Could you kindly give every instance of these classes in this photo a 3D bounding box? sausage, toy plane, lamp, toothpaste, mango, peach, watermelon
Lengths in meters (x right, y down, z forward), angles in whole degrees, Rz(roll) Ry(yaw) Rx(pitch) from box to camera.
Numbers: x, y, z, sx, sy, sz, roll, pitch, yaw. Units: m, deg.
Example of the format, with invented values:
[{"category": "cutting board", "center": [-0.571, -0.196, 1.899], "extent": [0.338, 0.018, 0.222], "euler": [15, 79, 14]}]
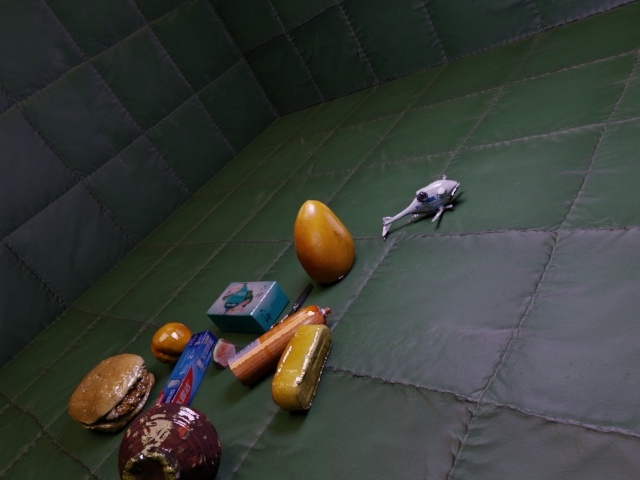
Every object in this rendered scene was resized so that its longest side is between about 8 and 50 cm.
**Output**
[{"category": "sausage", "center": [-0.103, 0.278, 1.413], "extent": [0.312, 0.093, 0.093], "euler": [-35, 26, -4]}, {"category": "toy plane", "center": [0.308, -0.115, 1.613], "extent": [0.273, 0.107, 0.182], "euler": [-19, 24, 36]}, {"category": "lamp", "center": [-0.346, 0.494, 1.154], "extent": [0.246, 0.247, 0.247], "euler": [-26, 27, 14]}, {"category": "toothpaste", "center": [-0.409, 0.415, 1.552], "extent": [0.076, 0.066, 0.320], "euler": [-20, 30, 26]}, {"category": "mango", "center": [0.000, 0.000, 1.583], "extent": [0.187, 0.257, 0.138], "euler": [-37, 26, -10]}, {"category": "peach", "center": [-0.497, 0.345, 1.686], "extent": [0.138, 0.138, 0.138], "euler": [-26, 27, 14]}, {"category": "watermelon", "center": [-0.302, 0.353, 1.562], "extent": [0.085, 0.072, 0.092], "euler": [-56, -6, -20]}]

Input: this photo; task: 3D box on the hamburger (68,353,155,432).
[{"category": "hamburger", "center": [-0.674, 0.486, 1.644], "extent": [0.283, 0.145, 0.260], "euler": [-11, 30, 29]}]

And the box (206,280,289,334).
[{"category": "box", "center": [-0.241, 0.218, 1.669], "extent": [0.244, 0.092, 0.153], "euler": [-8, 35, 43]}]

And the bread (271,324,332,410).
[{"category": "bread", "center": [-0.045, 0.315, 1.276], "extent": [0.094, 0.102, 0.246], "euler": [-9, 35, 28]}]

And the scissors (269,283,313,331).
[{"category": "scissors", "center": [-0.080, 0.213, 1.583], "extent": [0.088, 0.017, 0.220], "euler": [-8, 35, 43]}]
